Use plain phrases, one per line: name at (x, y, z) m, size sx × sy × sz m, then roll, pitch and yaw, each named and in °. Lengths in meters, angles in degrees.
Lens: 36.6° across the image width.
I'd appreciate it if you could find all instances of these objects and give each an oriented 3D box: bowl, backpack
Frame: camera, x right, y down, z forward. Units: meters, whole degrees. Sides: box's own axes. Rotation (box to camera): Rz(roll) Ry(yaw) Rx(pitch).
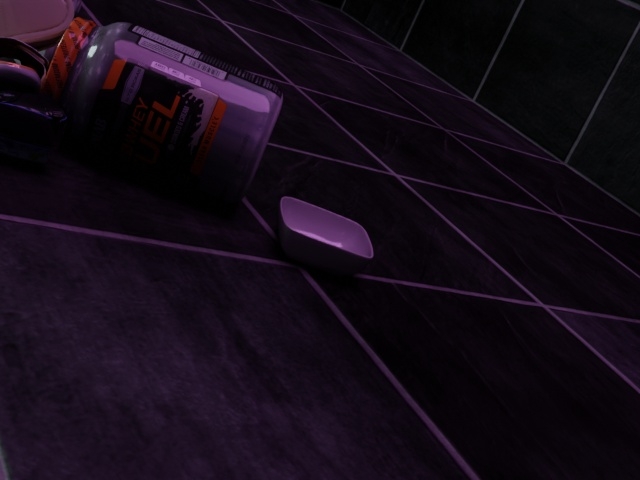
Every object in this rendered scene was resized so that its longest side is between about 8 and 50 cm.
bowl at (0.000, 0.000, 1.387) m, size 0.142 × 0.053 × 0.142 m, roll 19°, pitch 20°, yaw -12°
backpack at (-0.396, -0.155, 1.272) m, size 0.105 × 0.084 × 0.114 m, roll 13°, pitch 18°, yaw -27°

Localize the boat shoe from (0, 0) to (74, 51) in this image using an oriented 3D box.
boat shoe at (-0.533, -0.318, 1.436) m, size 0.324 × 0.116 × 0.097 m, roll -10°, pitch -4°, yaw -17°

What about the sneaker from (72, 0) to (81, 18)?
sneaker at (-0.523, -0.462, 1.904) m, size 0.090 × 0.094 × 0.235 m, roll 22°, pitch 21°, yaw -13°

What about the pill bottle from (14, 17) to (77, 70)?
pill bottle at (-0.447, -0.340, 1.676) m, size 0.094 × 0.094 × 0.169 m, roll 32°, pitch 21°, yaw 19°

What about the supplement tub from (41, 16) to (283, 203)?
supplement tub at (-0.229, -0.192, 1.404) m, size 0.316 × 0.193 × 0.193 m, roll 21°, pitch 20°, yaw -8°

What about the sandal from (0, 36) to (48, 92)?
sandal at (-0.429, -0.247, 1.364) m, size 0.102 × 0.076 × 0.265 m, roll 12°, pitch -2°, yaw -22°
